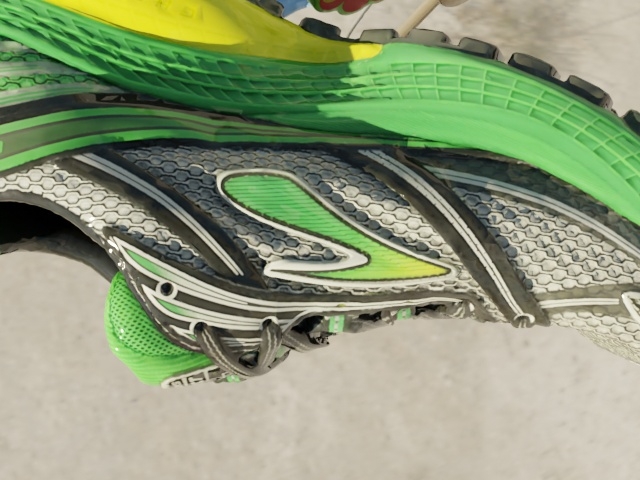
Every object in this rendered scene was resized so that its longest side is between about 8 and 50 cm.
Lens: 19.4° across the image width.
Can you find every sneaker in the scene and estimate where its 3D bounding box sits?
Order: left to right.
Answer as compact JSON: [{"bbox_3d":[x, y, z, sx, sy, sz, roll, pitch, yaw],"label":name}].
[{"bbox_3d":[0.000,0.000,0.693,0.343,0.134,0.146,16,76,3],"label":"sneaker"}]

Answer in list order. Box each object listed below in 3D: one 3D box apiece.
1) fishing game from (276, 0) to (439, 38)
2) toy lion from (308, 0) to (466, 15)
[{"bbox_3d":[-0.038,-0.204,0.998,0.264,0.041,0.189,43,84,-2],"label":"fishing game"},{"bbox_3d":[0.036,-0.126,0.704,0.034,0.096,0.100,53,124,27],"label":"toy lion"}]
